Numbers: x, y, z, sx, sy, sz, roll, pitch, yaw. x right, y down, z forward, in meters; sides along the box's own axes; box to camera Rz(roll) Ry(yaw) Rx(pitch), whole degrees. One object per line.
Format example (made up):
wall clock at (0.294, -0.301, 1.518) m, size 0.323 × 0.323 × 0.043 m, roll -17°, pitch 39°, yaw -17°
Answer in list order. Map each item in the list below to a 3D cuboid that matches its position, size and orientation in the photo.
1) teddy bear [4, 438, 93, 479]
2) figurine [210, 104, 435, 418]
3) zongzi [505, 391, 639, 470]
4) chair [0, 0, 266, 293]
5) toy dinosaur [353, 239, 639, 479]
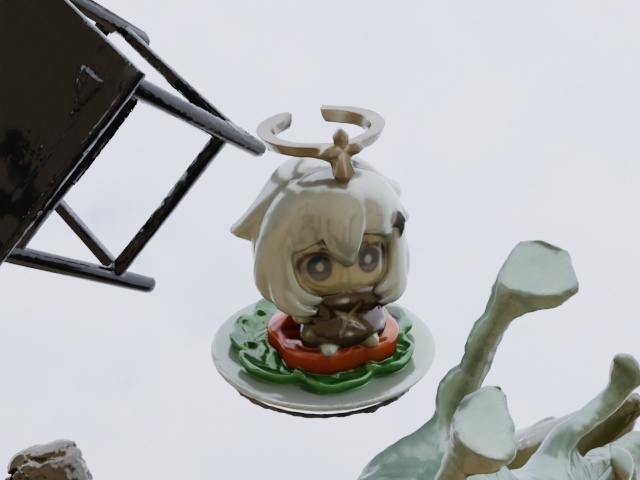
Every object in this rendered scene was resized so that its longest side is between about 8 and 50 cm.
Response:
teddy bear at (-0.264, 0.263, 0.825) m, size 0.190 × 0.140 × 0.177 m, roll -17°, pitch -19°, yaw -30°
figurine at (0.000, 0.000, 0.552) m, size 0.132 × 0.132 × 0.153 m, roll 4°, pitch -64°, yaw 10°
zongzi at (0.165, 0.248, 0.693) m, size 0.274 × 0.125 × 0.250 m, roll -33°, pitch -91°, yaw 37°
chair at (-0.173, -0.073, 0.553) m, size 0.141 × 0.154 × 0.260 m, roll -50°, pitch -25°, yaw 9°
toy dinosaur at (0.045, 0.112, 0.459) m, size 0.393 × 0.092 × 0.205 m, roll -16°, pitch -41°, yaw -29°
